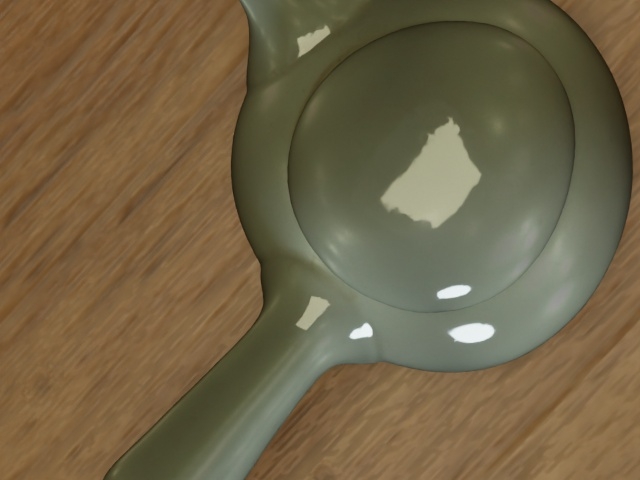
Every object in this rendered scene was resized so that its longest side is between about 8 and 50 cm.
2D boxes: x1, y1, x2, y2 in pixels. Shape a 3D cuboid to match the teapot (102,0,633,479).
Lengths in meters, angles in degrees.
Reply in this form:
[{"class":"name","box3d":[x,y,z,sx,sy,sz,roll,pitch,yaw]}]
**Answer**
[{"class":"teapot","box3d":[0.035,0.015,0.845,0.220,0.149,0.318,12,88,9]}]
